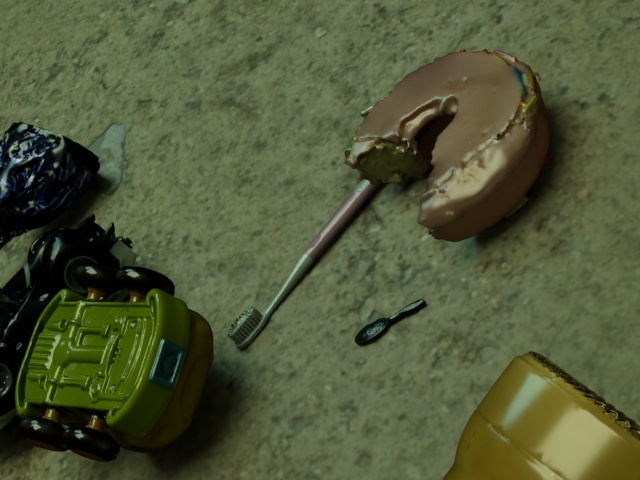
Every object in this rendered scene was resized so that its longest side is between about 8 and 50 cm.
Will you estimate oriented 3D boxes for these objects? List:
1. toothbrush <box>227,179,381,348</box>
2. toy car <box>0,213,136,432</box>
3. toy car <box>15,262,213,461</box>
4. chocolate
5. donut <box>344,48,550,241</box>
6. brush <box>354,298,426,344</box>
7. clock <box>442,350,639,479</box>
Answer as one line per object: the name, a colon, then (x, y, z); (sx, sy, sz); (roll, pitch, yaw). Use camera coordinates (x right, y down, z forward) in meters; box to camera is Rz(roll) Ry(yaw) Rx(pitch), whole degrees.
toothbrush: (0.000, 0.000, 1.873); (0.286, 0.025, 0.020); (-50, 37, -10)
toy car: (-0.328, 0.102, 1.997); (0.301, 0.118, 0.193); (-54, 19, -8)
toy car: (-0.200, 0.136, 1.821); (0.248, 0.142, 0.200); (4, 71, 51)
chocolate: (-0.399, 0.009, 2.136); (0.343, 0.126, 0.148); (-61, -2, -22)
donut: (0.143, -0.101, 1.791); (0.199, 0.085, 0.233); (-44, 36, -1)
brush: (0.068, 0.079, 1.744); (0.083, 0.008, 0.024); (-30, 35, 17)
clock: (0.218, 0.213, 1.224); (0.200, 0.317, 0.244); (-54, 38, -3)
